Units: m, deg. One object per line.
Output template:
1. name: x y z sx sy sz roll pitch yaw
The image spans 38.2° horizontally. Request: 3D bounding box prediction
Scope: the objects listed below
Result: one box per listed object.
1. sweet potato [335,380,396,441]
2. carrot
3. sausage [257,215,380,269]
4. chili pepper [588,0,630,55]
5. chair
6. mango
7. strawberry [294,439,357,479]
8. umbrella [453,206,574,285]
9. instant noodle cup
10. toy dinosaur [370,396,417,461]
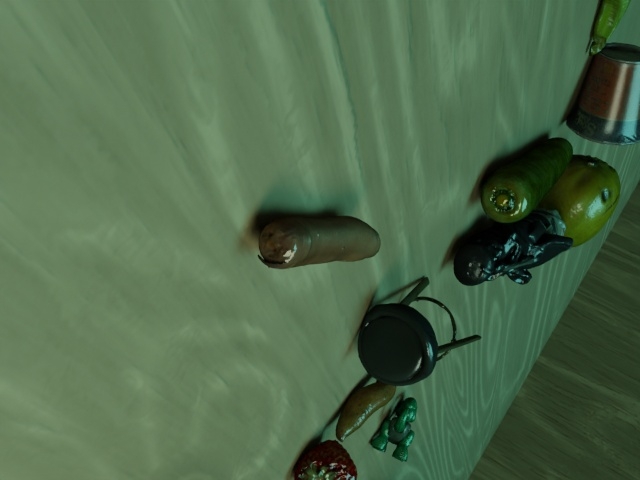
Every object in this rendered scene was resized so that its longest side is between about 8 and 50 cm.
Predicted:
1. sweet potato: 0.068 0.192 1.152 0.179 0.044 0.044 -41 152 -48
2. carrot: 0.304 -0.097 1.317 0.358 0.074 0.074 -33 146 -59
3. sausage: 0.000 0.000 0.719 0.043 0.043 0.186 -65 160 11
4. chili pepper: 0.414 -0.330 1.307 0.208 0.043 0.049 62 46 -68
5. chair: 0.107 0.114 1.077 0.095 0.104 0.221 -48 166 14
6. mango: 0.438 -0.059 1.610 0.167 0.130 0.262 -57 165 2
7. strawberry: 0.009 0.267 1.073 0.083 0.073 0.073 -52 165 -72
8. umbrella: 0.283 0.019 1.360 0.113 0.106 0.358 -53 164 23
9. instant noodle cup: 0.471 -0.237 1.475 0.127 0.127 0.135 -38 141 -48
10. toy dinosaur: 0.120 0.277 1.388 0.132 0.059 0.096 85 29 -71
